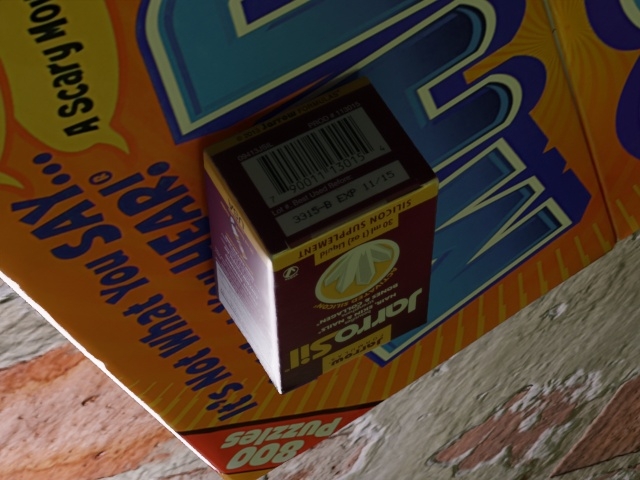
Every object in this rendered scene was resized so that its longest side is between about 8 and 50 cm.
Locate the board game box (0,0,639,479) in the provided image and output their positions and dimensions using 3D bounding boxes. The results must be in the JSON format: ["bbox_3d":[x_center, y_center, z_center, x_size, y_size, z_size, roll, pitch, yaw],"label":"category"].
[{"bbox_3d":[-0.015,-0.195,0.677,0.356,0.356,0.356,-33,153,0],"label":"board game box"}]

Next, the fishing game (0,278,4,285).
[{"bbox_3d":[-0.240,-0.008,1.092,0.189,0.041,0.264,-47,158,25],"label":"fishing game"}]

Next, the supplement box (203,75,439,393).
[{"bbox_3d":[0.000,0.000,0.572,0.055,0.043,0.083,-26,153,-13],"label":"supplement box"}]
